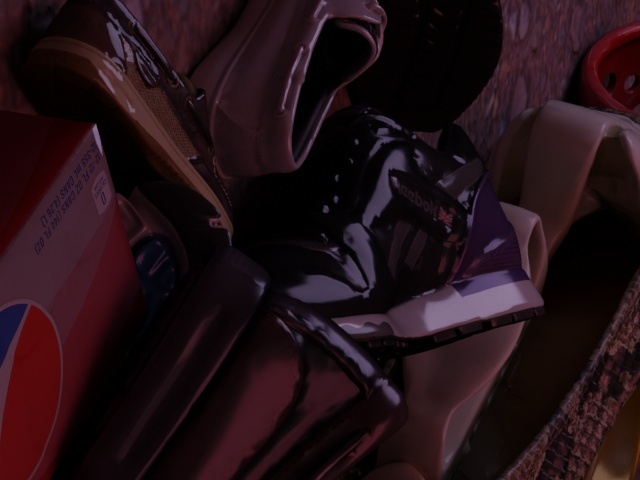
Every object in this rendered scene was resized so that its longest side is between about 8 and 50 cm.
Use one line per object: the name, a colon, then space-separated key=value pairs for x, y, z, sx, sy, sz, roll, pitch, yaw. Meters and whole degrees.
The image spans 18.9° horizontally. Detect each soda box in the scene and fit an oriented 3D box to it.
soda box: x=-0.147 y=0.073 z=0.559 sx=0.092 sy=0.083 sz=0.263 roll=79 pitch=28 yaw=-43

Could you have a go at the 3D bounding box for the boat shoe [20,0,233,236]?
boat shoe: x=-0.065 y=-0.045 z=0.758 sx=0.049 sy=0.056 sz=0.152 roll=-67 pitch=156 yaw=-19

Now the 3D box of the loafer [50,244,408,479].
loafer: x=-0.077 y=0.149 z=0.634 sx=0.302 sy=0.095 sz=0.109 roll=-58 pitch=-173 yaw=-9

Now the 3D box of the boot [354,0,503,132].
boot: x=0.057 y=-0.166 z=1.018 sx=0.198 sy=0.077 sz=0.137 roll=103 pitch=-13 yaw=-49

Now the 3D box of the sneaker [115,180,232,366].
sneaker: x=-0.090 y=0.073 z=0.737 sx=0.190 sy=0.071 sz=0.083 roll=-62 pitch=-178 yaw=-17

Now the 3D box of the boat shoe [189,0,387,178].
boat shoe: x=-0.003 y=-0.093 z=0.885 sx=0.184 sy=0.063 sz=0.066 roll=-56 pitch=148 yaw=-49

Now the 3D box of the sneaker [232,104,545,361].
sneaker: x=0.000 y=0.000 z=0.919 sx=0.283 sy=0.107 sz=0.124 roll=-6 pitch=79 yaw=-59

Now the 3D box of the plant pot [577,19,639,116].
plant pot: x=0.293 y=-0.058 z=1.497 sx=0.191 sy=0.191 sz=0.174 roll=-54 pitch=150 yaw=-50

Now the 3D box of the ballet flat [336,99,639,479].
ballet flat: x=0.128 y=0.032 z=1.152 sx=0.482 sy=0.164 sz=0.182 roll=-58 pitch=149 yaw=-39

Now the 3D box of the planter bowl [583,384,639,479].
planter bowl: x=0.177 y=0.119 z=1.404 sx=0.217 sy=0.090 sz=0.217 roll=9 pitch=90 yaw=-70
